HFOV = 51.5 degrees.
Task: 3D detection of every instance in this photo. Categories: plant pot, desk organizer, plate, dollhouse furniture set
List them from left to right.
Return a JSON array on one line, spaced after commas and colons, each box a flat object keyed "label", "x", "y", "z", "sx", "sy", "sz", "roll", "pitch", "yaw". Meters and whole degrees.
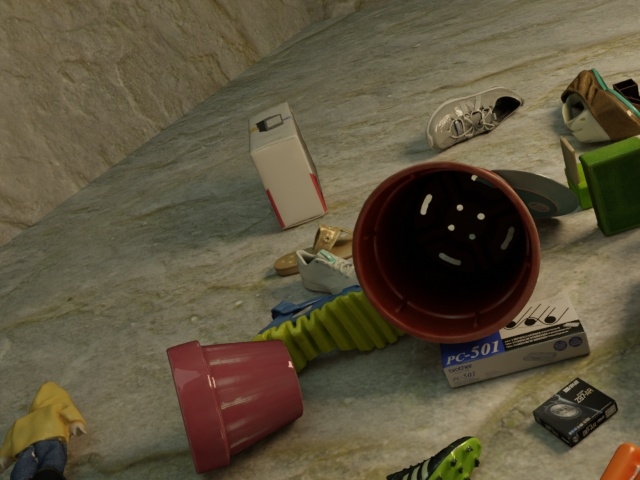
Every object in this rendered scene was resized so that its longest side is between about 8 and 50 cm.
[{"label": "plant pot", "x": -0.132, "y": 0.241, "z": 1.046, "sx": 0.180, "sy": 0.201, "sz": 0.201, "roll": -15, "pitch": 25, "yaw": -14}, {"label": "plant pot", "x": 0.220, "y": -0.008, "z": 1.076, "sx": 0.272, "sy": 0.272, "sz": 0.265, "roll": -12, "pitch": 8, "yaw": 23}, {"label": "plate", "x": 0.371, "y": -0.077, "z": 1.208, "sx": 0.188, "sy": 0.188, "sz": 0.024, "roll": 5, "pitch": 68, "yaw": 44}, {"label": "desk organizer", "x": 0.692, "y": -0.311, "z": 1.470, "sx": 0.047, "sy": 0.050, "sz": 0.130, "roll": -18, "pitch": 28, "yaw": 14}, {"label": "dollhouse furniture set", "x": 0.601, "y": -0.159, "z": 1.169, "sx": 0.302, "sy": 0.151, "sz": 0.197, "roll": -19, "pitch": 28, "yaw": 11}]

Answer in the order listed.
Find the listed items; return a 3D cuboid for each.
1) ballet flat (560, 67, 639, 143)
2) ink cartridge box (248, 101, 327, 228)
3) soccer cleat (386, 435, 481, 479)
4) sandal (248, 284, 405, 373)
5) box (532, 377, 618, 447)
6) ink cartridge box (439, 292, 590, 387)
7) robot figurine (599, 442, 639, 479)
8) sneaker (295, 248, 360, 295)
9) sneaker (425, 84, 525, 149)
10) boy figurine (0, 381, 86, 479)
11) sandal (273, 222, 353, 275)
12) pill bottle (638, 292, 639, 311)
[{"label": "ballet flat", "x": 0.599, "y": -0.282, "z": 1.453, "sx": 0.124, "sy": 0.116, "sz": 0.342, "roll": -37, "pitch": 22, "yaw": 22}, {"label": "ink cartridge box", "x": -0.090, "y": -0.202, "z": 1.730, "sx": 0.131, "sy": 0.226, "sz": 0.306, "roll": -22, "pitch": 26, "yaw": 3}, {"label": "soccer cleat", "x": 0.129, "y": 0.306, "z": 0.845, "sx": 0.179, "sy": 0.060, "sz": 0.072, "roll": -37, "pitch": 28, "yaw": -17}, {"label": "sandal", "x": 0.017, "y": 0.135, "z": 1.174, "sx": 0.317, "sy": 0.126, "sz": 0.138, "roll": -17, "pitch": 24, "yaw": 11}, {"label": "box", "x": 0.332, "y": 0.223, "z": 0.866, "sx": 0.083, "sy": 0.018, "sz": 0.067, "roll": -32, "pitch": 29, "yaw": -13}, {"label": "ink cartridge box", "x": 0.285, "y": 0.151, "z": 1.000, "sx": 0.207, "sy": 0.046, "sz": 0.097, "roll": -18, "pitch": 27, "yaw": 13}, {"label": "robot figurine", "x": 0.366, "y": 0.270, "z": 0.641, "sx": 0.219, "sy": 0.128, "sz": 0.158, "roll": -40, "pitch": 3, "yaw": -24}, {"label": "sneaker", "x": 0.029, "y": 0.059, "z": 1.320, "sx": 0.212, "sy": 0.094, "sz": 0.080, "roll": 4, "pitch": 37, "yaw": 42}, {"label": "sneaker", "x": 0.387, "y": -0.315, "z": 1.669, "sx": 0.281, "sy": 0.105, "sz": 0.115, "roll": -33, "pitch": 28, "yaw": -16}, {"label": "boy figurine", "x": -0.515, "y": 0.370, "z": 1.224, "sx": 0.177, "sy": 0.092, "sz": 0.285, "roll": -28, "pitch": 27, "yaw": -5}, {"label": "sandal", "x": 0.000, "y": 0.003, "z": 1.455, "sx": 0.240, "sy": 0.079, "sz": 0.088, "roll": -20, "pitch": 28, "yaw": 10}, {"label": "pill bottle", "x": 0.504, "y": 0.058, "z": 0.885, "sx": 0.136, "sy": 0.136, "sz": 0.245, "roll": -4, "pitch": 34, "yaw": 35}]
